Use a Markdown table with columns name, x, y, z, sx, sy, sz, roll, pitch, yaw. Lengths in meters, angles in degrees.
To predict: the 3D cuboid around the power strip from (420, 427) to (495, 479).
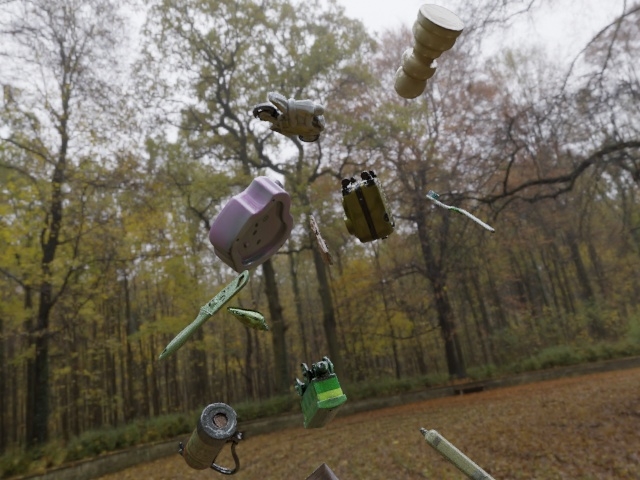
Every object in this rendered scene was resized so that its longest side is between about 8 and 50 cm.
| name | x | y | z | sx | sy | sz | roll | pitch | yaw |
| --- | --- | --- | --- | --- | --- | --- | --- | --- | --- |
| power strip | 0.544 | 0.853 | 1.987 | 0.066 | 0.388 | 0.092 | -49 | -35 | -13 |

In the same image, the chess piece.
| name | x | y | z | sx | sy | sz | roll | pitch | yaw |
| --- | --- | --- | --- | --- | --- | --- | --- | --- | --- |
| chess piece | 0.339 | -0.619 | 1.733 | 0.167 | 0.167 | 0.299 | -2 | -37 | -26 |

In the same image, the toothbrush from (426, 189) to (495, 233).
| name | x | y | z | sx | sy | sz | roll | pitch | yaw |
| --- | --- | --- | --- | --- | --- | --- | --- | --- | --- |
| toothbrush | 0.423 | -0.087 | 1.575 | 0.030 | 0.030 | 0.304 | -1 | 27 | -29 |

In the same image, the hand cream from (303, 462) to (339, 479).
| name | x | y | z | sx | sy | sz | roll | pitch | yaw |
| --- | --- | --- | --- | --- | --- | --- | --- | --- | --- |
| hand cream | 0.015 | 0.751 | 1.611 | 0.084 | 0.053 | 0.142 | -42 | -60 | -2 |

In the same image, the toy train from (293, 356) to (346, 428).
| name | x | y | z | sx | sy | sz | roll | pitch | yaw |
| --- | --- | --- | --- | --- | --- | --- | --- | --- | --- |
| toy train | -0.007 | 0.556 | 1.884 | 0.120 | 0.202 | 0.300 | -9 | -32 | -20 |

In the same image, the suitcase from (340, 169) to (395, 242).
| name | x | y | z | sx | sy | sz | roll | pitch | yaw |
| --- | --- | --- | --- | --- | --- | --- | --- | --- | --- |
| suitcase | 0.153 | -0.108 | 1.718 | 0.143 | 0.234 | 0.194 | -18 | 4 | 14 |

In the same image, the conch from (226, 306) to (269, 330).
| name | x | y | z | sx | sy | sz | roll | pitch | yaw |
| --- | --- | --- | --- | --- | --- | --- | --- | --- | --- |
| conch | -0.305 | 0.338 | 2.229 | 0.201 | 0.079 | 0.095 | 26 | -12 | -29 |

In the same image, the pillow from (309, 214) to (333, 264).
| name | x | y | z | sx | sy | sz | roll | pitch | yaw |
| --- | --- | --- | --- | --- | --- | --- | --- | --- | --- |
| pillow | 0.000 | 0.000 | 2.350 | 0.043 | 0.232 | 0.126 | -20 | -34 | -3 |

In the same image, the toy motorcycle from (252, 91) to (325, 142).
| name | x | y | z | sx | sy | sz | roll | pitch | yaw |
| --- | --- | --- | --- | --- | --- | --- | --- | --- | --- |
| toy motorcycle | -0.062 | -0.325 | 1.360 | 0.151 | 0.074 | 0.229 | -21 | -29 | 39 |

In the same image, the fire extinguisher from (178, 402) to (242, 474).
| name | x | y | z | sx | sy | sz | roll | pitch | yaw |
| --- | --- | --- | --- | --- | --- | --- | --- | --- | --- |
| fire extinguisher | -0.340 | 0.660 | 1.617 | 0.113 | 0.200 | 0.376 | -32 | -18 | -43 |

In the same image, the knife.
| name | x | y | z | sx | sy | sz | roll | pitch | yaw |
| --- | --- | --- | --- | --- | --- | --- | --- | --- | --- |
| knife | -0.268 | 0.173 | 1.178 | 0.293 | 0.043 | 0.020 | -43 | -43 | 5 |

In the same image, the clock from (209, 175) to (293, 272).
| name | x | y | z | sx | sy | sz | roll | pitch | yaw |
| --- | --- | --- | --- | --- | --- | --- | --- | --- | --- |
| clock | -0.215 | -0.049 | 1.746 | 0.338 | 0.102 | 0.338 | -42 | -23 | -23 |
